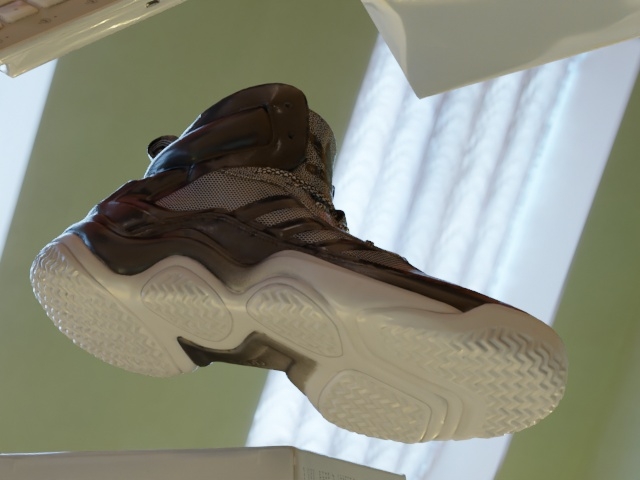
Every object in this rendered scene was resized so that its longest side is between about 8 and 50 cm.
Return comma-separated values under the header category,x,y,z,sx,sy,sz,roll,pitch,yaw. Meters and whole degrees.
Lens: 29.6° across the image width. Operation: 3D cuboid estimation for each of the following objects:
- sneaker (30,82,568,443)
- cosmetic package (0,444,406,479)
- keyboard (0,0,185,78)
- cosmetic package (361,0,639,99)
category,x,y,z,sx,sy,sz,roll,pitch,yaw
sneaker,0.000,0.000,0.592,0.269,0.153,0.101,9,141,23
cosmetic package,-0.060,0.227,0.819,0.197,0.155,0.365,-4,167,12
keyboard,-0.018,-0.116,0.394,0.256,0.014,0.072,-32,-129,-32
cosmetic package,0.220,-0.263,0.796,0.284,0.097,0.377,-10,-145,36
